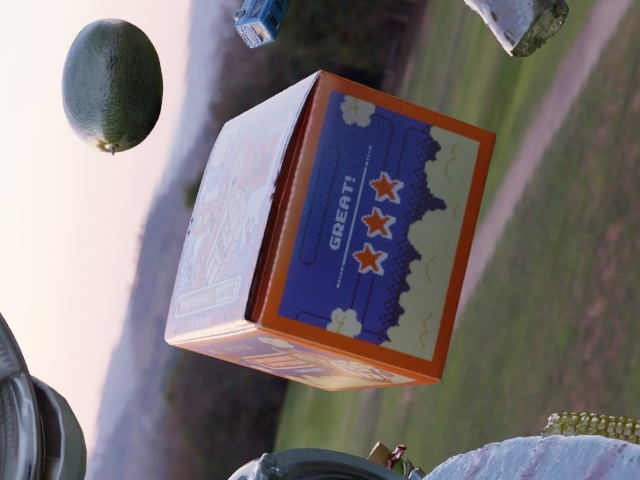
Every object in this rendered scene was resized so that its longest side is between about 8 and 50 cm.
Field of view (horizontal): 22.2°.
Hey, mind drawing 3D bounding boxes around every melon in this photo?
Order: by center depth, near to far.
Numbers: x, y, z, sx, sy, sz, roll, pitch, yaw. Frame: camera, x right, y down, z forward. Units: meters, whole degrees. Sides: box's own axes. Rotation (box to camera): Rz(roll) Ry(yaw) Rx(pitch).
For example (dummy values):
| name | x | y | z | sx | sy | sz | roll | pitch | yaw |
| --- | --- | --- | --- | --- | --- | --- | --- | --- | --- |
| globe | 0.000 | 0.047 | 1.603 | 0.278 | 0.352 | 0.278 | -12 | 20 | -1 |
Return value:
| name | x | y | z | sx | sy | sz | roll | pitch | yaw |
| --- | --- | --- | --- | --- | --- | --- | --- | --- | --- |
| melon | -0.232 | -0.168 | 1.805 | 0.114 | 0.114 | 0.167 | 112 | 157 | -66 |

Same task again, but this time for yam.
| name | x | y | z | sx | sy | sz | roll | pitch | yaw |
| --- | --- | --- | --- | --- | --- | --- | --- | --- | --- |
| yam | 0.088 | -0.243 | 1.203 | 0.253 | 0.061 | 0.061 | 55 | 155 | 19 |

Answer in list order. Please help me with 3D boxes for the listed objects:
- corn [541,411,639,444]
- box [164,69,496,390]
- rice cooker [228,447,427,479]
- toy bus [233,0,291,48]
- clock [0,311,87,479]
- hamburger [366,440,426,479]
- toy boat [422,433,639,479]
| name | x | y | z | sx | sy | sz | roll | pitch | yaw |
| --- | --- | --- | --- | --- | --- | --- | --- | --- | --- |
| corn | 0.404 | 0.263 | 1.767 | 0.131 | 0.344 | 0.131 | 8 | -90 | -84 |
| box | 0.000 | 0.000 | 2.000 | 0.348 | 0.256 | 0.319 | -14 | 59 | 68 |
| rice cooker | -0.008 | 0.346 | 1.404 | 0.264 | 0.316 | 0.317 | 51 | 134 | 52 |
| toy bus | -0.061 | -0.252 | 1.780 | 0.038 | 0.046 | 0.083 | 53 | -139 | -35 |
| clock | -0.338 | 0.147 | 1.196 | 0.184 | 0.326 | 0.342 | -23 | 17 | 35 |
| hamburger | 0.091 | 0.352 | 2.101 | 0.175 | 0.137 | 0.175 | -56 | -7 | -11 |
| toy boat | 0.149 | 0.207 | 1.103 | 0.282 | 0.096 | 0.206 | 36 | 111 | 58 |
